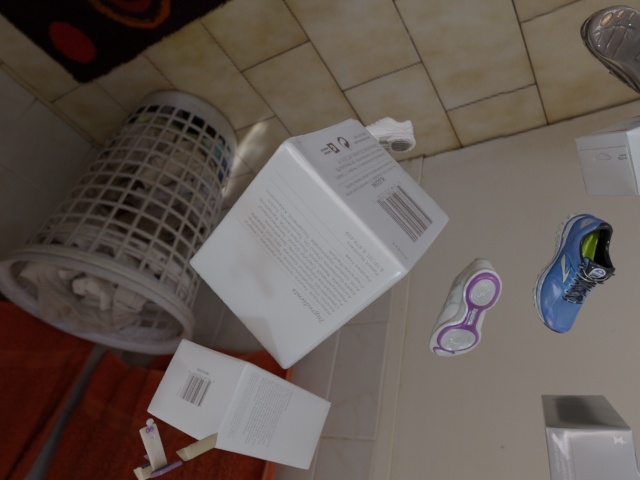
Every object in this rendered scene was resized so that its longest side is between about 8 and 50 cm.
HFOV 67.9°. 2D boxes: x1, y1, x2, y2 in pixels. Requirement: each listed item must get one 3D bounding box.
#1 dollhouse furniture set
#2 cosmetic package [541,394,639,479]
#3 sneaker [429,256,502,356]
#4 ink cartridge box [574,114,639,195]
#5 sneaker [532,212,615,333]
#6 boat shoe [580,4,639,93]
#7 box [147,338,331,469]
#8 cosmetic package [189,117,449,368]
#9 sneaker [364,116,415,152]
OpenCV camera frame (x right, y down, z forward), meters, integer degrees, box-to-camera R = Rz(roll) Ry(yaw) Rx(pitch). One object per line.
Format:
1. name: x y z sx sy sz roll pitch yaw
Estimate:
1. dollhouse furniture set: -0.236 0.316 0.764 0.114 0.081 0.091 -9 159 -47
2. cosmetic package: 0.368 0.295 0.661 0.107 0.127 0.238 -8 168 25
3. sneaker: 0.387 0.182 1.273 0.114 0.152 0.304 23 117 -1
4. ink cartridge box: 0.629 -0.174 0.941 0.176 0.127 0.128 -20 -170 -11
5. sneaker: 0.675 0.091 1.257 0.130 0.329 0.147 12 -174 -10
6. boat shoe: 0.760 -0.426 1.117 0.356 0.130 0.132 34 114 -15
7. box: -0.167 0.377 1.079 0.215 0.168 0.345 7 155 37
8. cosmetic package: 0.000 0.000 1.052 0.327 0.329 0.394 47 123 4
9. sneaker: 0.183 -0.338 1.507 0.233 0.115 0.090 3 153 8
